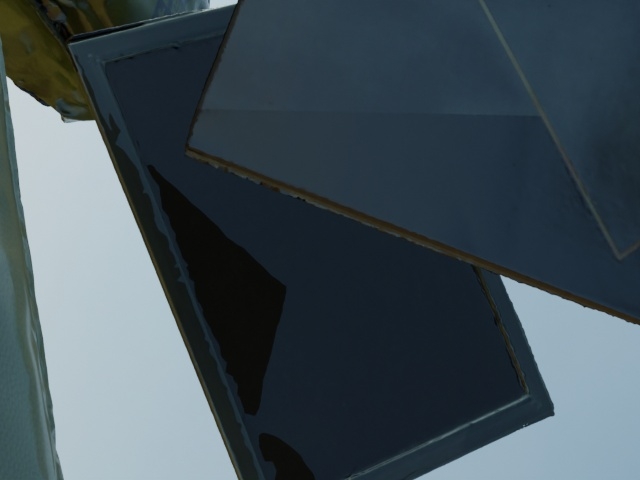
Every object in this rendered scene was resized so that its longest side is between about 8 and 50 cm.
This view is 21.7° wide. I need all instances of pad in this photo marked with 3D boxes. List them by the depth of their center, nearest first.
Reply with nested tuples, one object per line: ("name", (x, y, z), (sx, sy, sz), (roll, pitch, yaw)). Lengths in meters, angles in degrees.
("pad", (0.083, -0.062, 0.674), (0.004, 0.243, 0.163), (122, -12, -66))

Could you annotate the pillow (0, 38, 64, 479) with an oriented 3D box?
("pillow", (-0.192, -0.030, 0.408), (0.120, 0.255, 0.322), (-42, -130, 47))

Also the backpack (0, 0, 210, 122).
("backpack", (-0.157, -0.181, 0.893), (0.253, 0.140, 0.207), (58, 27, -34))

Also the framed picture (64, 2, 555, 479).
("framed picture", (0.000, 0.000, 0.819), (0.014, 0.197, 0.252), (-26, -96, 53))
